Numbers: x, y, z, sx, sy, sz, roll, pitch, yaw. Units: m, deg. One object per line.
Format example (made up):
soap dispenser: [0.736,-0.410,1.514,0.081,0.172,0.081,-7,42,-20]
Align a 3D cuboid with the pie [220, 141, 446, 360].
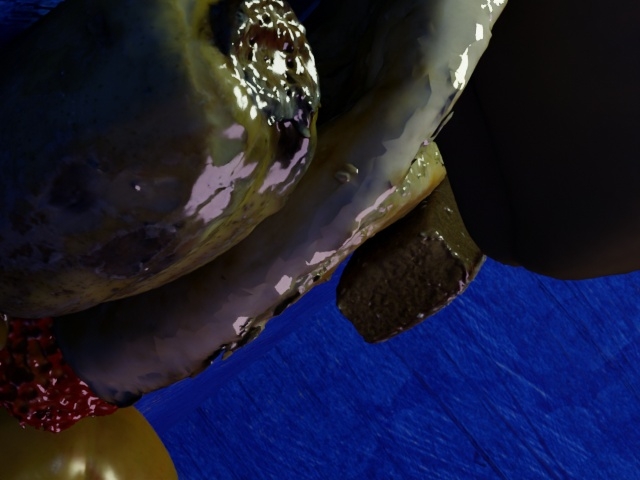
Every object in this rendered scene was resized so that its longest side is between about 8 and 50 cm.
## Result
pie: [0.000,0.000,1.758,0.339,0.083,0.339,-43,178,-2]

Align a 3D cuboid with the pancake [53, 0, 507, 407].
pancake: [-0.022,-0.066,1.018,0.387,0.082,0.387,-38,-162,15]

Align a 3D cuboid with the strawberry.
strawberry: [-0.184,0.073,1.392,0.174,0.098,0.228,-19,157,-40]

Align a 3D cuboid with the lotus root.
lotus root: [-0.120,-0.033,0.834,0.278,0.154,0.154,-35,176,31]

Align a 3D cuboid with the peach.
peach: [-0.281,0.272,1.657,0.289,0.289,0.308,-36,-159,-12]

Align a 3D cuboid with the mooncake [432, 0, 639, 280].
mooncake: [0.288,-0.161,1.206,0.467,0.262,0.467,-22,-169,5]

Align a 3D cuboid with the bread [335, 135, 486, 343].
bread: [0.149,-0.038,2.011,0.165,0.113,0.416,-39,-170,33]
